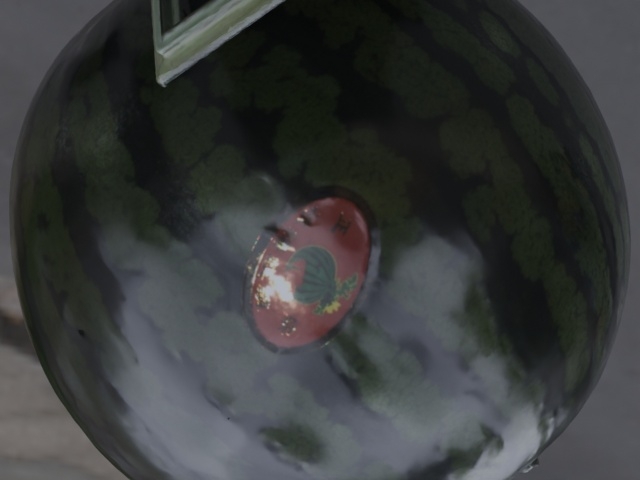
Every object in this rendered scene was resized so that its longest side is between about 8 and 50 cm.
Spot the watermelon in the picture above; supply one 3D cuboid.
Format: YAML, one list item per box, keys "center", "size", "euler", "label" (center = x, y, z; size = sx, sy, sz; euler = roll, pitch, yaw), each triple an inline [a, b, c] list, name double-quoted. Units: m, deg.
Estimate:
- center: [0.000, 0.000, 0.670]
  size: [0.212, 0.212, 0.212]
  euler: [6, 162, 2]
  label: "watermelon"

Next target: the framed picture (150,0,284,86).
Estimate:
- center: [0.020, -0.134, 0.525]
  size: [0.183, 0.142, 0.011]
  euler: [-32, 129, 22]
  label: "framed picture"
